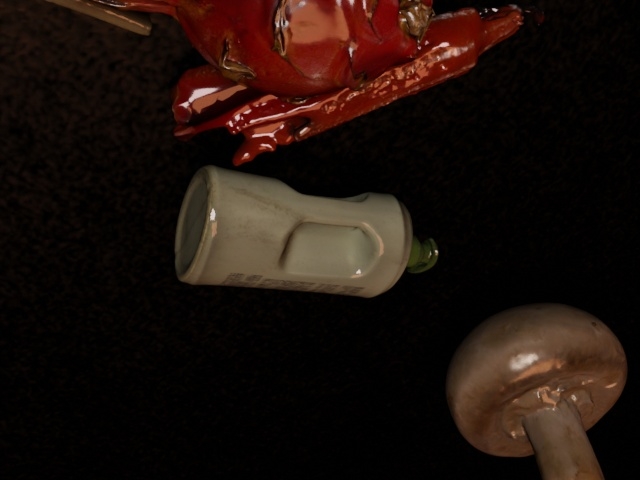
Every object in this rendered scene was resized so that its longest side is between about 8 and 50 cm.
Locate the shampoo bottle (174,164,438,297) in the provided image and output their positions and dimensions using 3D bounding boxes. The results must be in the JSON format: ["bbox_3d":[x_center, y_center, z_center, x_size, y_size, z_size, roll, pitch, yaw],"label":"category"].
[{"bbox_3d":[0.000,0.000,0.585,0.234,0.087,0.118,7,147,-24],"label":"shampoo bottle"}]

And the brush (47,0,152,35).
[{"bbox_3d":[-0.219,-0.178,0.398,0.247,0.043,0.036,14,115,-28],"label":"brush"}]

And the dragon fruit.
[{"bbox_3d":[-0.054,-0.154,0.411,0.246,0.125,0.126,1,83,-16],"label":"dragon fruit"}]

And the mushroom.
[{"bbox_3d":[0.249,0.184,0.742,0.207,0.215,0.207,-5,134,-6],"label":"mushroom"}]

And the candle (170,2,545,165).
[{"bbox_3d":[0.030,-0.132,0.513,0.301,0.059,0.084,-20,141,-3],"label":"candle"}]
